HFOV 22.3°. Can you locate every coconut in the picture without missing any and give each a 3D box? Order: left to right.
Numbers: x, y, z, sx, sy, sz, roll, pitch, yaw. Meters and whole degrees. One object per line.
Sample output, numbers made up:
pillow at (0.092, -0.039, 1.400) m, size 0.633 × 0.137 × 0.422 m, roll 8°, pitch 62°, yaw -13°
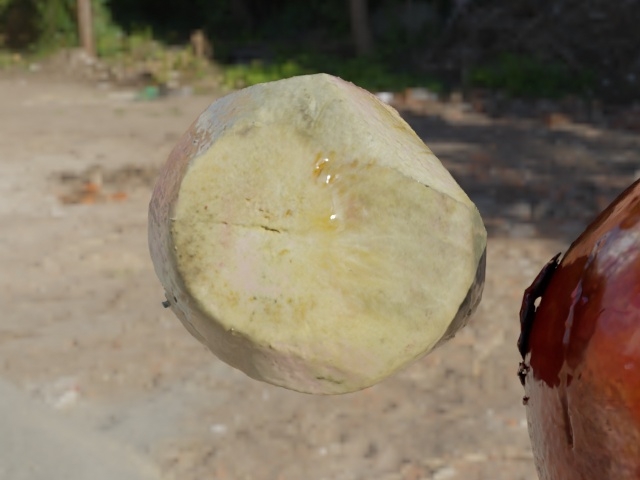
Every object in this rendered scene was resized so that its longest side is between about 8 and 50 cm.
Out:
coconut at (0.000, 0.000, 1.124) m, size 0.237 × 0.197 × 0.237 m, roll 39°, pitch 12°, yaw -10°

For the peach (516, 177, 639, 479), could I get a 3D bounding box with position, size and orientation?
peach at (0.303, 0.088, 0.999) m, size 0.370 × 0.370 × 0.370 m, roll -1°, pitch 12°, yaw 0°
